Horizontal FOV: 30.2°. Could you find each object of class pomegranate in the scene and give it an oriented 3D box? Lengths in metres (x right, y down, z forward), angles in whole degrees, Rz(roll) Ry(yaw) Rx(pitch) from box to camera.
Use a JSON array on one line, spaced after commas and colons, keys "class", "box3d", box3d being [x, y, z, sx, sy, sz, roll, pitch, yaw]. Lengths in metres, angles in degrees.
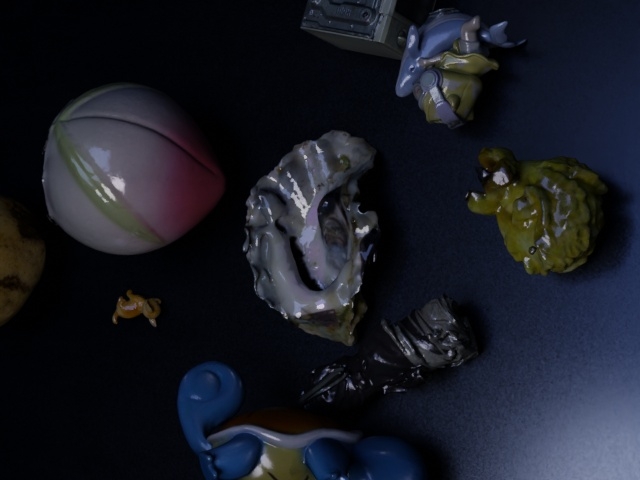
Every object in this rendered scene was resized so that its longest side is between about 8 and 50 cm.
[{"class": "pomegranate", "box3d": [-0.659, 0.034, 2.251, 0.281, 0.281, 0.281, -6, 79, 33]}]

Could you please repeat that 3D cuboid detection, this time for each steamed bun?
[{"class": "steamed bun", "box3d": [-0.299, -0.116, 2.029, 0.309, 0.309, 0.309, -6, 79, 33]}]

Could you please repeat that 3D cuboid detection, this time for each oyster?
[{"class": "oyster", "box3d": [0.001, 0.000, 1.909, 0.238, 0.115, 0.351, -18, 77, 21]}]

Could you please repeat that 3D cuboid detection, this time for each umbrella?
[{"class": "umbrella", "box3d": [0.077, 0.204, 1.823, 0.358, 0.106, 0.113, -32, 74, 26]}]

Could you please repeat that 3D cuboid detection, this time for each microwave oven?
[{"class": "microwave oven", "box3d": [0.088, -0.428, 1.899, 0.194, 0.145, 0.240, 17, 92, 31]}]

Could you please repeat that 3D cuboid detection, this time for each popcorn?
[{"class": "popcorn", "box3d": [0.307, -0.042, 1.695, 0.195, 0.173, 0.168, 15, 113, 25]}]

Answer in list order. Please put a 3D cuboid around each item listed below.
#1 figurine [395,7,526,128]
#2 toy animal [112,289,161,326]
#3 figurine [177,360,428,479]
[{"class": "figurine", "box3d": [0.207, -0.268, 1.805, 0.209, 0.128, 0.183, -22, 73, 24]}, {"class": "toy animal", "box3d": [-0.326, 0.128, 2.133, 0.083, 0.060, 0.081, 28, 58, 35]}, {"class": "figurine", "box3d": [-0.058, 0.346, 1.770, 0.416, 0.243, 0.297, 22, 135, 13]}]
